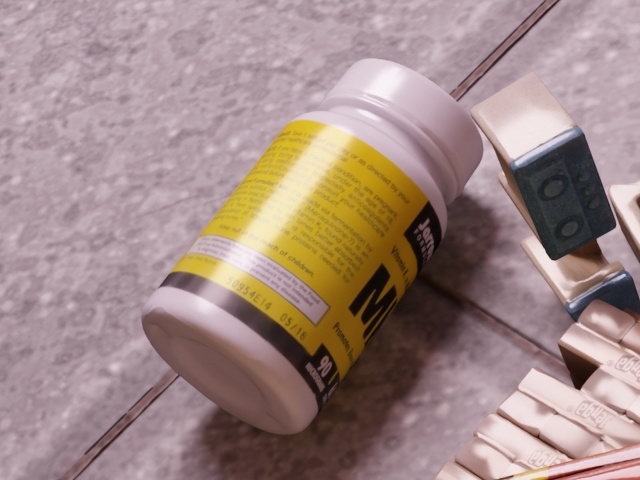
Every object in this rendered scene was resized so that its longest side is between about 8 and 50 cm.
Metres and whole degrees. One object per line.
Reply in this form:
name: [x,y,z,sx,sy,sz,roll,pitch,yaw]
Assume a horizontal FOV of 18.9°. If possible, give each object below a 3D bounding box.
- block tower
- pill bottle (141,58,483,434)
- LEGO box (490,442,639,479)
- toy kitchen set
block tower: [0.086,0.176,0.967,0.097,0.091,0.335,29,68,38]
pill bottle: [0.000,0.000,1.126,0.119,0.119,0.208,21,64,35]
LEGO box: [-0.043,0.327,0.716,0.500,0.193,0.372,-17,51,21]
toy kitchen set: [0.212,-0.039,1.034,0.207,0.166,0.122,-30,47,-2]
